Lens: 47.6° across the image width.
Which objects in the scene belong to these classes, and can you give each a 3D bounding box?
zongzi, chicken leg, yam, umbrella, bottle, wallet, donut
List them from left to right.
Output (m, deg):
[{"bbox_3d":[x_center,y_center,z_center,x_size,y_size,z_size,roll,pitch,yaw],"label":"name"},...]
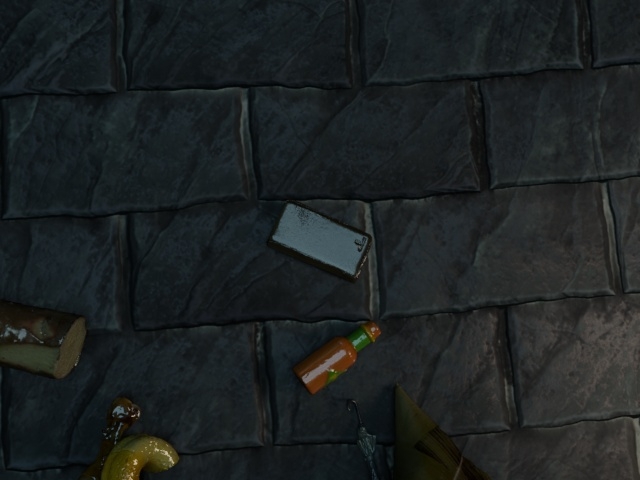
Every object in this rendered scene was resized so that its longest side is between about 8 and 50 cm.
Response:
[{"bbox_3d":[-0.571,0.175,1.352,0.238,0.128,0.129,14,81,-2],"label":"yam"},{"bbox_3d":[-0.394,0.421,1.356,0.107,0.087,0.251,22,70,-34],"label":"chicken leg"},{"bbox_3d":[-0.326,0.438,1.311,0.146,0.078,0.181,31,58,-41],"label":"donut"},{"bbox_3d":[0.000,0.000,1.475,0.198,0.031,0.110,24,79,-1],"label":"wallet"},{"bbox_3d":[0.037,0.223,1.423,0.187,0.069,0.069,-37,85,-8],"label":"bottle"},{"bbox_3d":[0.106,0.435,1.402,0.044,0.044,0.269,-3,69,-43],"label":"umbrella"},{"bbox_3d":[0.152,0.443,1.334,0.274,0.145,0.300,-24,73,-43],"label":"zongzi"}]
